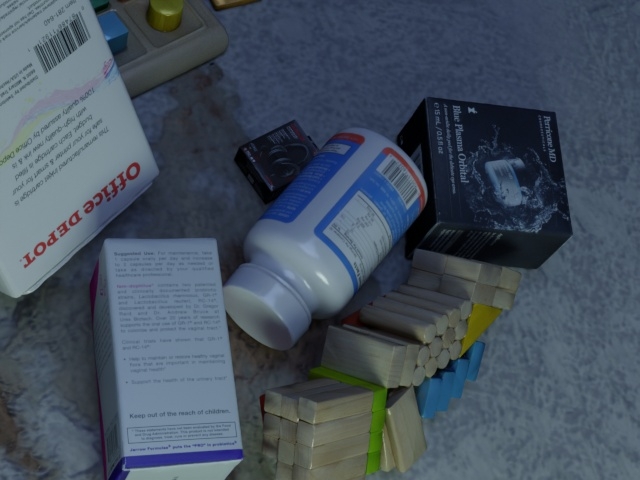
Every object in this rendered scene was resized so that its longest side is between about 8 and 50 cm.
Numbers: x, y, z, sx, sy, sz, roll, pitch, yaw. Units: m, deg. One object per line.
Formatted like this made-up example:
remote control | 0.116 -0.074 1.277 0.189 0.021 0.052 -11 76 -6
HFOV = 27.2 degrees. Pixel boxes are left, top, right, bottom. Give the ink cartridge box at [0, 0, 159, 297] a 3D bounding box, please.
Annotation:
ink cartridge box | -0.290 -0.120 1.204 0.117 0.278 0.201 20 53 37

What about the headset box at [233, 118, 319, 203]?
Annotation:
headset box | -0.040 -0.086 1.409 0.083 0.032 0.062 -28 76 -25

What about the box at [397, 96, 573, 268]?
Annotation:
box | 0.176 -0.062 1.432 0.158 0.093 0.156 5 64 -17

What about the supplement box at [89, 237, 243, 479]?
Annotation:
supplement box | -0.148 0.118 1.231 0.114 0.111 0.220 -2 66 -19

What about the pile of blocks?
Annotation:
pile of blocks | 0.058 0.129 1.312 0.113 0.149 0.362 15 38 39

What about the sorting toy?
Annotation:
sorting toy | -0.217 -0.257 1.426 0.348 0.047 0.196 -31 78 -28

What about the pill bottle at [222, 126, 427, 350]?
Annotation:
pill bottle | 0.000 0.000 1.326 0.124 0.124 0.221 40 64 3
